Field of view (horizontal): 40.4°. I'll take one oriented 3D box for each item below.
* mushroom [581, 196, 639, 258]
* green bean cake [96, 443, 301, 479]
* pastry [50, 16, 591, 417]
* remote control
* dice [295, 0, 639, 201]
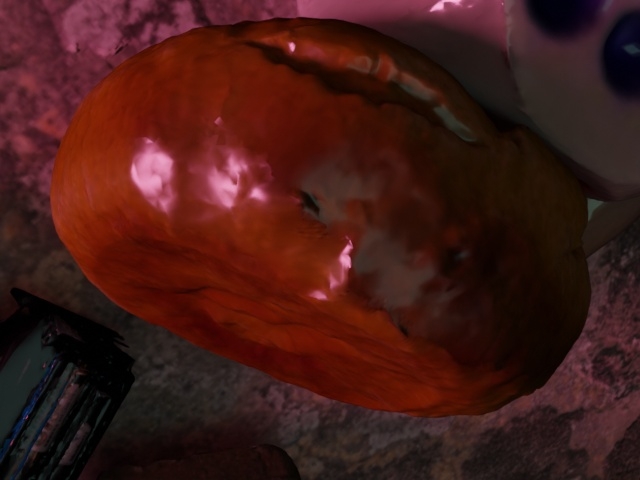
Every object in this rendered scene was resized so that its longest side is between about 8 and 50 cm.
[{"bbox_3d":[0.270,-0.106,0.775,0.137,0.154,0.407,41,94,6],"label":"mushroom"},{"bbox_3d":[-0.095,0.266,0.693,0.181,0.173,0.094,-1,149,-30],"label":"green bean cake"},{"bbox_3d":[0.000,0.000,0.556,0.356,0.356,0.164,33,68,-34],"label":"pastry"},{"bbox_3d":[-0.260,0.234,0.605,0.144,0.062,0.399,38,76,-51],"label":"remote control"},{"bbox_3d":[0.159,-0.180,0.612,0.259,0.251,0.243,30,92,-34],"label":"dice"}]
